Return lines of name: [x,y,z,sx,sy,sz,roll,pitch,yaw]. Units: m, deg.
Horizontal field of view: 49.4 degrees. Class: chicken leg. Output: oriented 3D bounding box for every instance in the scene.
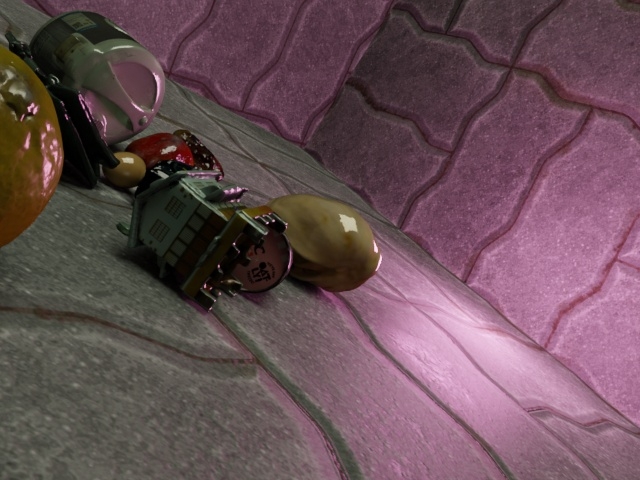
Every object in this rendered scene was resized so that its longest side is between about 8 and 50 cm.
chicken leg: [-0.382,-0.269,2.149,0.322,0.083,0.177,43,6,33]

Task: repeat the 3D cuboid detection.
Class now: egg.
egg: [-0.431,-0.155,1.518,0.096,0.080,0.080,12,23,-41]

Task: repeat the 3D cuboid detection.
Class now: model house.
model house: [-0.207,-0.019,1.267,0.215,0.198,0.224,40,12,4]

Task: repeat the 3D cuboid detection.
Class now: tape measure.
tape measure: [-0.300,-0.092,1.545,0.199,0.112,0.186,38,18,-4]

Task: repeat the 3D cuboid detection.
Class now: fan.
fan: [-0.317,-0.008,1.377,0.193,0.016,0.038,19,16,-50]

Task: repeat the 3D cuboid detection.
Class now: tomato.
tomato: [-0.415,-0.239,1.853,0.189,0.099,0.173,19,20,-45]

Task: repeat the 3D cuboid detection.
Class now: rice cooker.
rice cooker: [-0.548,-0.398,1.706,0.277,0.288,0.288,39,13,30]

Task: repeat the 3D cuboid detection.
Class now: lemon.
lemon: [-0.442,-0.108,0.808,0.293,0.293,0.293,32,12,-7]

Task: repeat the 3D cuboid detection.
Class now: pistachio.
pistachio: [0.000,0.000,1.729,0.321,0.229,0.238,25,36,15]

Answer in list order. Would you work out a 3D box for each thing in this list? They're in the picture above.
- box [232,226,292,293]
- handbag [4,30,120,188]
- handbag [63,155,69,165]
box: [-0.126,0.031,1.436,0.151,0.151,0.135,35,3,6]
handbag: [-0.526,-0.255,1.374,0.247,0.079,0.260,38,-22,24]
handbag: [-0.549,-0.177,1.364,0.111,0.047,0.072,32,16,-12]
